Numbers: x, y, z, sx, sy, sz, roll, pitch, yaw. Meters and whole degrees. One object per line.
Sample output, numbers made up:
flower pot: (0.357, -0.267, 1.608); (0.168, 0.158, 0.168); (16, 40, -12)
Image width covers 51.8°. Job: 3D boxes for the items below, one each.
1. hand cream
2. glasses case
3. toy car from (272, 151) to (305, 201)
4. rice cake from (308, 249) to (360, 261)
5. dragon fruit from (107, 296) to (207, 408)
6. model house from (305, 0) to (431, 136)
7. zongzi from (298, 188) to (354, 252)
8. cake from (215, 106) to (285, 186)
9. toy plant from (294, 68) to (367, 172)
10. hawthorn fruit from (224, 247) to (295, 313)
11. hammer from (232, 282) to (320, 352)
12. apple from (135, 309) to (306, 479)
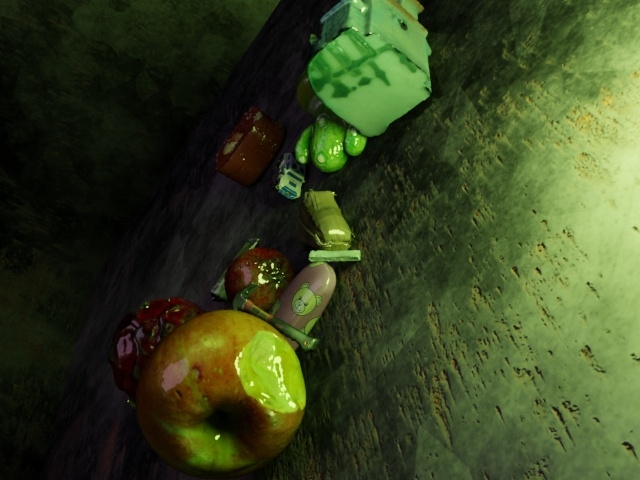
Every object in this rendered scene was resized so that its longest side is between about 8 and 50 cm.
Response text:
hand cream: (-0.265, 0.092, 2.042); (0.235, 0.055, 0.086); (-59, 26, -14)
glasses case: (-0.071, 0.183, 1.520); (0.316, 0.076, 0.123); (-55, 30, 12)
toy car: (-0.087, -0.198, 1.965); (0.070, 0.080, 0.170); (-37, 32, 38)
rice cake: (0.032, 0.035, 1.478); (0.121, 0.021, 0.022); (-2, 43, 20)
dragon fruit: (-0.410, 0.305, 1.772); (0.329, 0.329, 0.329); (-44, 29, 33)
model house: (0.123, -0.493, 1.619); (0.252, 0.295, 0.329); (-27, 43, 44)
zongzi: (0.000, 0.000, 1.592); (0.194, 0.099, 0.197); (-114, 32, -48)
cake: (-0.250, -0.331, 2.340); (0.283, 0.151, 0.177); (-52, 22, 8)
toy plant: (0.022, -0.329, 1.809); (0.224, 0.184, 0.315); (-21, 53, 29)
hawthorn fruit: (-0.176, 0.114, 1.679); (0.235, 0.181, 0.181); (-26, 41, 42)
hammer: (-0.106, 0.181, 1.468); (0.288, 0.033, 0.111); (25, 92, 44)
apple: (-0.199, 0.302, 1.339); (0.339, 0.340, 0.339); (-44, 29, 33)
